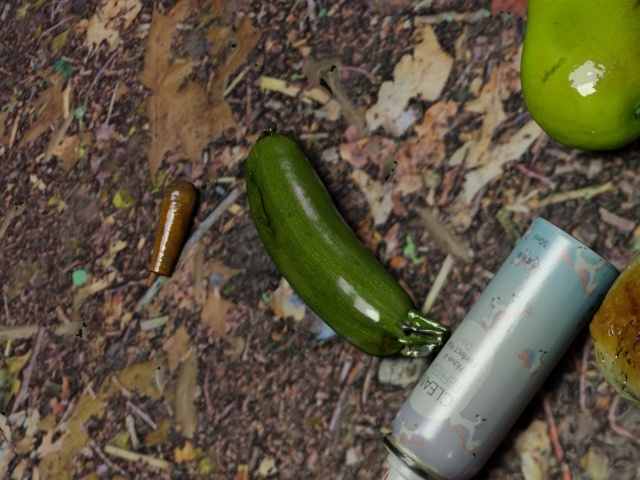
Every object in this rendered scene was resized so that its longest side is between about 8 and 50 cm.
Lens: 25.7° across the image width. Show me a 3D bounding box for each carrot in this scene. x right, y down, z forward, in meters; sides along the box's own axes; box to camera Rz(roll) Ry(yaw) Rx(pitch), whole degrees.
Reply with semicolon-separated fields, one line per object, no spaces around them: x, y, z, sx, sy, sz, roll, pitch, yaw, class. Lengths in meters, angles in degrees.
-0.138;-0.013;1.310;0.032;0.032;0.093;5;75;41;carrot

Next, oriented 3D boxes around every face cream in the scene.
0.121;0.096;1.010;0.075;0.075;0.229;37;94;44;face cream

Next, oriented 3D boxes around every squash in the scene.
-0.001;0.002;1.158;0.080;0.071;0.318;-46;47;10;squash

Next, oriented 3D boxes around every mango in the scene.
0.208;-0.144;1.050;0.117;0.089;0.163;-14;60;34;mango

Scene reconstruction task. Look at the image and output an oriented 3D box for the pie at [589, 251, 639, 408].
0.266;0.038;0.921;0.193;0.079;0.163;-43;44;13;pie
